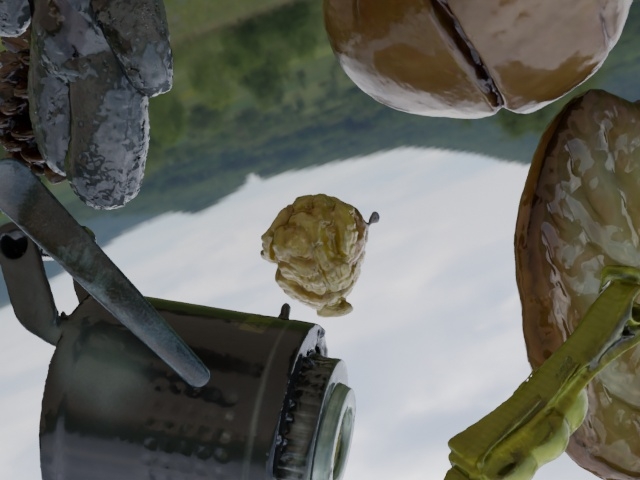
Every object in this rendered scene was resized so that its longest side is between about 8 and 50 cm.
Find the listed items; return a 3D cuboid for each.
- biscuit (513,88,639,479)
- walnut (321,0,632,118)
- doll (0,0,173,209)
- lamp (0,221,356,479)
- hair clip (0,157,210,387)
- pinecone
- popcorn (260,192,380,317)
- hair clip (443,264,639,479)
[{"bbox_3d":[0.207,0.025,0.948,0.154,0.299,0.045,23,155,-26],"label":"biscuit"},{"bbox_3d":[0.119,-0.199,0.970,0.203,0.203,0.298,-28,-167,-32],"label":"walnut"},{"bbox_3d":[-0.205,-0.183,0.961,0.158,0.340,0.246,-11,-145,-38],"label":"doll"},{"bbox_3d":[-0.106,0.146,1.117,0.272,0.374,0.205,-11,177,10],"label":"lamp"},{"bbox_3d":[-0.169,0.030,0.961,0.039,0.229,0.070,-43,180,-7],"label":"hair clip"},{"bbox_3d":[-0.345,-0.192,1.676,0.221,0.221,0.221,-22,-171,3],"label":"pinecone"},{"bbox_3d":[-0.006,0.018,1.710,0.140,0.163,0.194,19,-178,11],"label":"popcorn"},{"bbox_3d":[0.136,0.091,0.754,0.173,0.046,0.072,-48,-166,-12],"label":"hair clip"}]
